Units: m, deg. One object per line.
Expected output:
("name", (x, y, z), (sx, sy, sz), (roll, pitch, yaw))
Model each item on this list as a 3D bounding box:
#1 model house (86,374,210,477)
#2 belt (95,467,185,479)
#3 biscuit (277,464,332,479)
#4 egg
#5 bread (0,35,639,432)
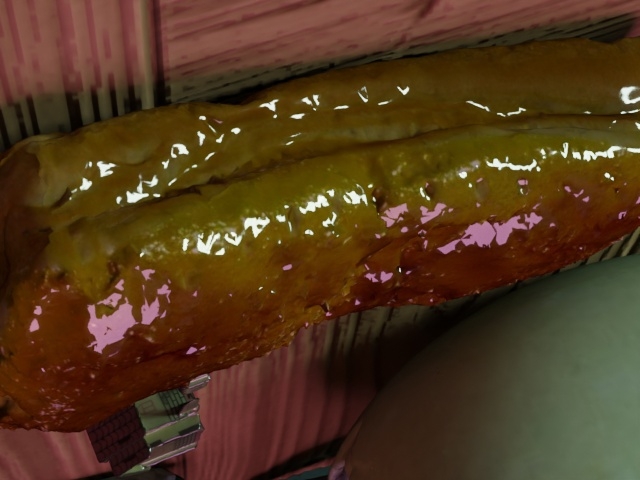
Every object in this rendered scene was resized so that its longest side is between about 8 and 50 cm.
("model house", (-0.082, 0.061, 0.738), (0.058, 0.057, 0.083), (-21, 164, -17))
("belt", (-0.132, 0.186, 0.985), (0.151, 0.079, 0.121), (-17, 160, -16))
("biscuit", (0.086, 0.241, 1.041), (0.186, 0.309, 0.079), (-19, 150, -11))
("egg", (0.184, 0.141, 0.900), (0.336, 0.278, 0.278), (-17, 161, -9))
("bread", (-0.001, -0.002, 0.627), (0.271, 0.077, 0.139), (-13, 162, -32))
